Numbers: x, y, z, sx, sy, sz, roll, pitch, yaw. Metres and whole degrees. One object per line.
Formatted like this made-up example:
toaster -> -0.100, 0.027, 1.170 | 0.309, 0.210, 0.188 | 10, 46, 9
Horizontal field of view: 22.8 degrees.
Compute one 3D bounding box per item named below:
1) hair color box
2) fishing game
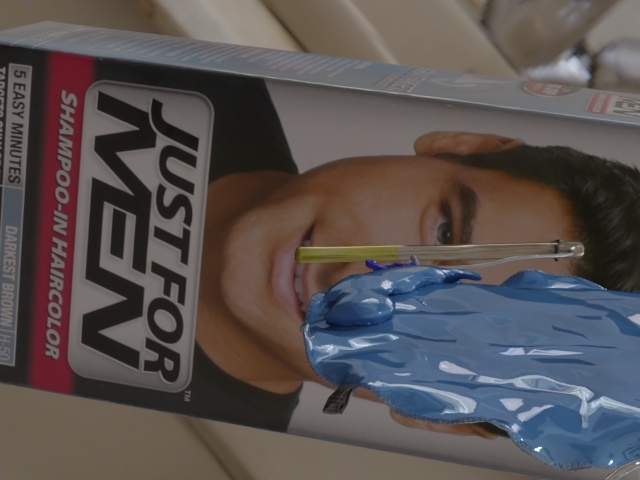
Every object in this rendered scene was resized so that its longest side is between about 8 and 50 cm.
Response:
hair color box -> 0.000, 0.000, 0.844 | 0.374, 0.185, 0.113 | 8, 14, 11
fishing game -> 0.084, 0.048, 0.575 | 0.189, 0.041, 0.264 | -3, 17, -23
